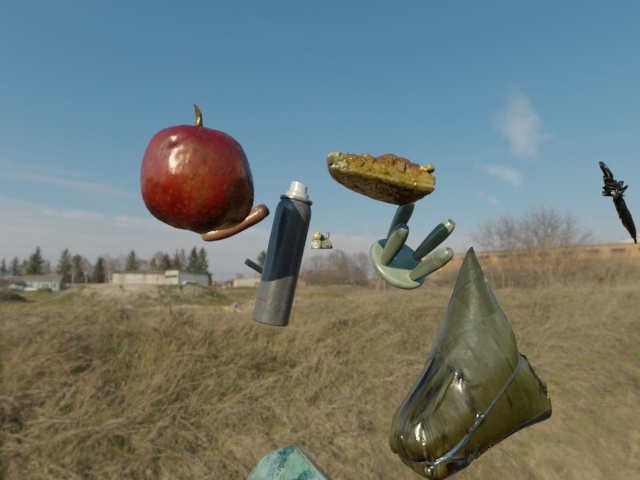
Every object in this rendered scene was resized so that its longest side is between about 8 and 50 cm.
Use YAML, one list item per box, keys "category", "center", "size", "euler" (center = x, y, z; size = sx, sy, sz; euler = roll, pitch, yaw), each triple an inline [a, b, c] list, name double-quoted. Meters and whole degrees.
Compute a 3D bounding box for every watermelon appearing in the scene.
- category: "watermelon"
  center: [-0.058, 0.458, 0.800]
  size: [0.180, 0.094, 0.081]
  euler: [1, 38, 10]

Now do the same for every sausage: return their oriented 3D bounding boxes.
- category: "sausage"
  center: [-0.207, -0.041, 0.995]
  size: [0.176, 0.047, 0.040]
  euler: [-26, 20, -7]

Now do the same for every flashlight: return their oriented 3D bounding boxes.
- category: "flashlight"
  center: [-0.179, 0.077, 1.139]
  size: [0.018, 0.018, 0.083]
  euler: [20, -15, 44]

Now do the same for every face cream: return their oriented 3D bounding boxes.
- category: "face cream"
  center: [-0.070, 0.025, 0.799]
  size: [0.073, 0.284, 0.073]
  euler: [12, -4, 1]

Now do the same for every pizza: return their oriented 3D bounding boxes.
- category: "pizza"
  center: [0.127, -0.158, 1.028]
  size: [0.268, 0.087, 0.258]
  euler: [9, -7, -9]

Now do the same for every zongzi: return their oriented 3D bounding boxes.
- category: "zongzi"
  center: [0.244, 0.221, 0.766]
  size: [0.322, 0.361, 0.160]
  euler: [-17, -1, -26]

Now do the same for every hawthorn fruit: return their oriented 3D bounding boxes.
- category: "hawthorn fruit"
  center: [-0.193, -0.113, 0.650]
  size: [0.179, 0.200, 0.179]
  euler: [4, 7, 0]

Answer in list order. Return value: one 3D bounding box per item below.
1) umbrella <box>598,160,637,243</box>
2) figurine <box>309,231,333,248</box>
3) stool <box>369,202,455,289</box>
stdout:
- category: "umbrella"
  center: [0.299, -0.036, 0.405]
  size: [0.022, 0.022, 0.149]
  euler: [-34, -46, 24]
- category: "figurine"
  center: [0.000, 0.000, 1.117]
  size: [0.047, 0.051, 0.083]
  euler: [-7, -6, 29]
- category: "stool"
  center: [0.275, 0.017, 1.207]
  size: [0.195, 0.195, 0.199]
  euler: [30, -50, -3]
